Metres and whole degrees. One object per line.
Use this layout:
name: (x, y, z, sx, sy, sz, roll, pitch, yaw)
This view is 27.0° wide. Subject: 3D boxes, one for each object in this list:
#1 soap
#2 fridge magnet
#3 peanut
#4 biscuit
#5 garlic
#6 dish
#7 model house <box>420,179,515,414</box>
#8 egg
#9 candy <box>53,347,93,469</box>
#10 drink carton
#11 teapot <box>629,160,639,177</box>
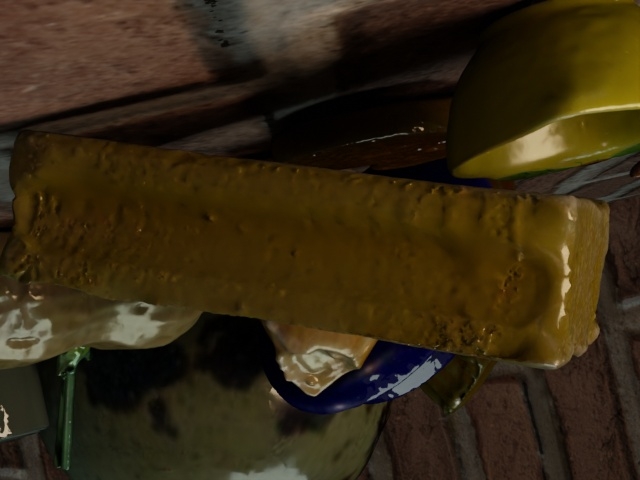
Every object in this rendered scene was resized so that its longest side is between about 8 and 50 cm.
soap: (0.000, 0.000, 0.761, 0.314, 0.091, 0.199, 7, -176, 18)
fridge magnet: (0.051, 0.035, 1.164, 0.265, 0.266, 0.112, -16, 134, 45)
peanut: (-0.228, 0.042, 1.161, 0.290, 0.130, 0.130, -6, 173, -41)
biscuit: (0.075, -0.080, 0.947, 0.236, 0.039, 0.180, -9, 177, -34)
garlic: (-0.016, 0.011, 1.049, 0.145, 0.164, 0.245, 9, -166, -15)
dish: (0.136, -0.087, 0.729, 0.148, 0.080, 0.207, -13, 175, 12)
model house: (0.151, 0.038, 1.404, 0.173, 0.268, 0.239, -12, 169, 0)
egg: (-0.126, 0.155, 1.487, 0.427, 0.345, 0.345, -2, -178, 31)
candy: (-0.246, 0.116, 1.327, 0.073, 0.262, 0.077, 17, -156, 19)
drink carton: (-0.364, 0.119, 1.374, 0.191, 0.190, 0.185, -12, 172, -26)
teapot: (0.307, -0.100, 1.024, 0.116, 0.116, 0.173, -9, 148, -40)
